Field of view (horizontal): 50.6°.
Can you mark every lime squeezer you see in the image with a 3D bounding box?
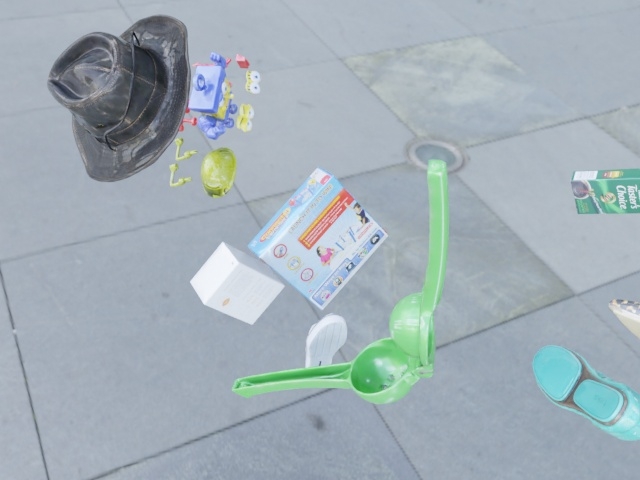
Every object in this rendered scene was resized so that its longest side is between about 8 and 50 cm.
[{"bbox_3d":[0.044,0.063,0.508,0.110,0.310,0.059,40,44,1],"label":"lime squeezer"}]

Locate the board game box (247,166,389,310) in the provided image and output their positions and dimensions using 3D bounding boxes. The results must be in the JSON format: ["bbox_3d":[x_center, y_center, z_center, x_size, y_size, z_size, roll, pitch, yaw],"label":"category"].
[{"bbox_3d":[0.000,0.000,1.956,0.308,0.302,0.086,-48,38,-3],"label":"board game box"}]

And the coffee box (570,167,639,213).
[{"bbox_3d":[0.695,-0.115,1.597,0.184,0.113,0.040,2,45,34],"label":"coffee box"}]

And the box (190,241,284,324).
[{"bbox_3d":[-0.195,0.103,1.604,0.130,0.170,0.091,-49,47,7],"label":"box"}]

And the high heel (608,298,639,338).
[{"bbox_3d":[0.665,0.120,1.205,0.261,0.093,0.186,27,67,20],"label":"high heel"}]

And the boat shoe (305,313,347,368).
[{"bbox_3d":[-0.001,0.218,1.491,0.083,0.226,0.075,2,48,-17],"label":"boat shoe"}]

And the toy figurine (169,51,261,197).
[{"bbox_3d":[-0.279,-0.305,1.577,0.191,0.217,0.362,10,79,11],"label":"toy figurine"}]

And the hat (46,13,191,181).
[{"bbox_3d":[-0.364,-0.253,1.124,0.134,0.331,0.331,17,26,-49],"label":"hat"}]

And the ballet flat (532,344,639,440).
[{"bbox_3d":[0.399,0.229,0.996,0.087,0.083,0.247,34,2,-12],"label":"ballet flat"}]
